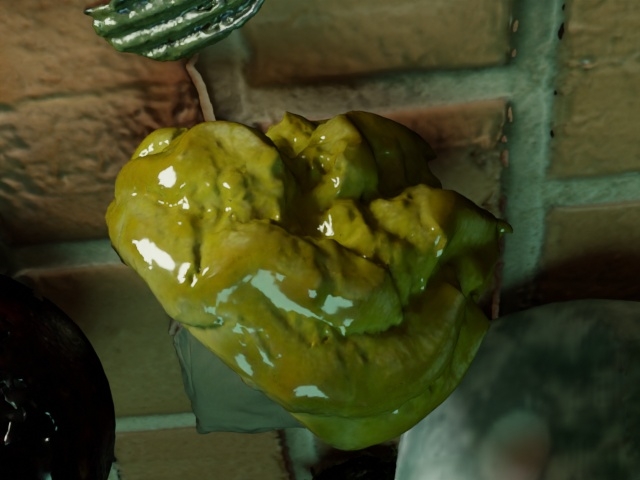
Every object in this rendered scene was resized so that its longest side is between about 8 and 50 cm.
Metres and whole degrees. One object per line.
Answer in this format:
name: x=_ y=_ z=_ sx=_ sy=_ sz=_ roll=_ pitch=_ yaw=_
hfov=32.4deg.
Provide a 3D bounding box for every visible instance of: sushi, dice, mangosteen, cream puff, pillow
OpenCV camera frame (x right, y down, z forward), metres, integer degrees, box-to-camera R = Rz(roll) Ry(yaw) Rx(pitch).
sushi: x=0.034 y=0.368 z=1.484 sx=0.147 sy=0.115 sz=0.212 roll=-3 pitch=140 yaw=-5
dice: x=0.303 y=0.278 z=1.173 sx=0.348 sy=0.330 sz=0.328 roll=29 pitch=146 yaw=-34
mangosteen: x=-0.390 y=0.166 z=1.045 sx=0.381 sy=0.421 sz=0.381 roll=-20 pitch=178 yaw=-1
cream puff: x=-0.001 y=-0.001 z=0.922 sx=0.257 sy=0.324 sz=0.291 roll=-44 pitch=154 yaw=-6
pillow: x=-0.075 y=0.149 z=1.244 sx=0.173 sy=0.067 sz=0.270 roll=0 pitch=141 yaw=5

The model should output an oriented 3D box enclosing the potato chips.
potato chips: x=-0.087 y=-0.195 z=0.849 sx=0.207 sy=0.028 sz=0.092 roll=-24 pitch=138 yaw=27
